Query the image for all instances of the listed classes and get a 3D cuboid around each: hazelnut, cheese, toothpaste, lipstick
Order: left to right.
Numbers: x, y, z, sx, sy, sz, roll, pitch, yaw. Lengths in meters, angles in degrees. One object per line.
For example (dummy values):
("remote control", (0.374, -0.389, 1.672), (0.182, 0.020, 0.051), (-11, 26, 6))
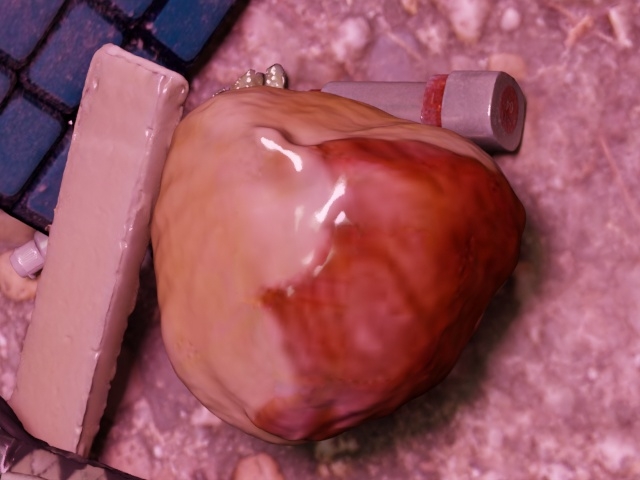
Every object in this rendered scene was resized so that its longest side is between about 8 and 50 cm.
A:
("cheese", (-0.178, 0.055, 1.289), (0.085, 0.034, 0.400), (28, 111, 32))
("toothpaste", (-0.161, -0.029, 1.378), (0.190, 0.031, 0.048), (-32, 71, 7))
("hazelnut", (0.000, 0.000, 1.191), (0.261, 0.241, 0.261), (-9, 66, 21))
("lipstick", (0.052, -0.094, 1.296), (0.186, 0.063, 0.057), (3, 77, 29))

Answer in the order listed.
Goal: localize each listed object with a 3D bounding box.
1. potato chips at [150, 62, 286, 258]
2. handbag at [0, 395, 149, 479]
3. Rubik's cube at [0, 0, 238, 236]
("potato chips", (-0.078, -0.039, 1.339), (0.092, 0.028, 0.207), (7, 83, 7))
("handbag", (-0.146, 0.290, 1.199), (0.416, 0.180, 0.316), (12, 86, 23))
("Rubik's cube", (-0.281, -0.257, 1.299), (0.344, 0.337, 0.344), (35, 91, 30))
